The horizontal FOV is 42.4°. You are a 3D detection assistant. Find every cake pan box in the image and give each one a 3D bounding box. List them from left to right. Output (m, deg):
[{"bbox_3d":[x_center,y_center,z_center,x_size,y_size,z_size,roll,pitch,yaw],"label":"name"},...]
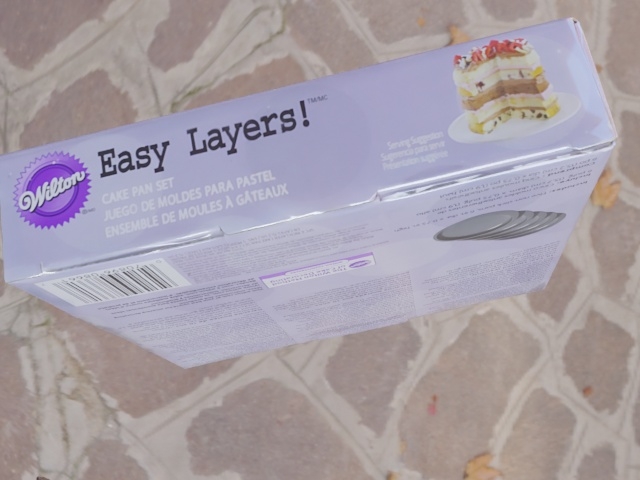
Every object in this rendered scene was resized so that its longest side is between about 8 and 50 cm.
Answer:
[{"bbox_3d":[0.000,0.000,0.444,0.267,0.246,0.070,-14,70,6],"label":"cake pan box"}]

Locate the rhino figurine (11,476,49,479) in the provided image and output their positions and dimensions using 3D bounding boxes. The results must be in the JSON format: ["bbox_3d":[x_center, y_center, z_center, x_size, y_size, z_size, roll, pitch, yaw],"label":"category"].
[{"bbox_3d":[-0.504,0.489,1.499,0.073,0.243,0.106,17,79,12],"label":"rhino figurine"}]
